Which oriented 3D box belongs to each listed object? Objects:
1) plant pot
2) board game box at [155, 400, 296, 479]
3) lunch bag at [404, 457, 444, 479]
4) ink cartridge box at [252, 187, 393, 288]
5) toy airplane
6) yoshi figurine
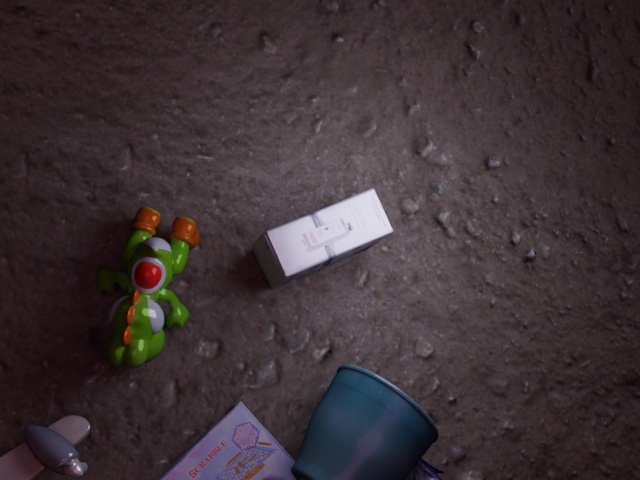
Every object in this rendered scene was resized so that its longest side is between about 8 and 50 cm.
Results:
[{"bbox_3d":[0.078,0.459,1.579,0.271,0.271,0.255,42,66,-4],"label":"plant pot"},{"bbox_3d":[-0.193,0.588,1.610,0.318,0.066,0.318,-42,92,-17],"label":"board game box"},{"bbox_3d":[0.235,0.575,1.688,0.096,0.129,0.151,-27,85,-22],"label":"lunch bag"},{"bbox_3d":[0.000,0.000,1.694,0.283,0.207,0.117,-23,84,-16],"label":"ink cartridge box"},{"bbox_3d":[-0.658,0.518,1.395,0.384,0.272,0.386,11,62,-21],"label":"toy airplane"},{"bbox_3d":[-0.394,0.124,1.619,0.203,0.203,0.362,42,50,-45],"label":"yoshi figurine"}]
